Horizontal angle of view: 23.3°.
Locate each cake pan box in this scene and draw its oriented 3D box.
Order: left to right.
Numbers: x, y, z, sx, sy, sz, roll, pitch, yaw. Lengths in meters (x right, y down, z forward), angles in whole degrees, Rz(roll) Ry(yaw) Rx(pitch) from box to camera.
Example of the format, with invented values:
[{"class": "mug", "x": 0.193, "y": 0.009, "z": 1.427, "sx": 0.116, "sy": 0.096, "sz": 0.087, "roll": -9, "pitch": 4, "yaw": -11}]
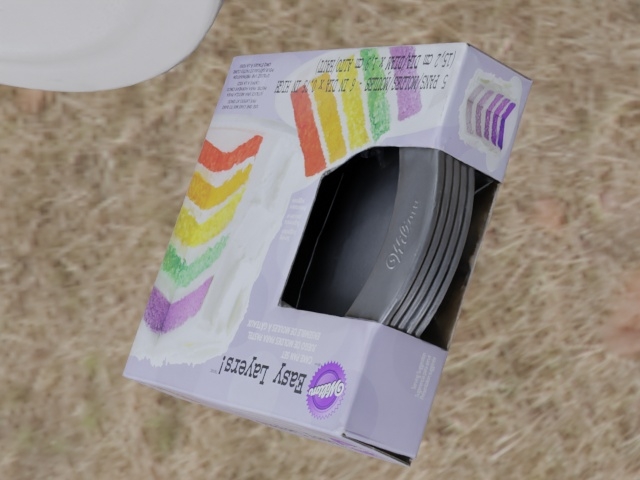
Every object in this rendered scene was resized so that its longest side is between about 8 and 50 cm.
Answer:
[{"class": "cake pan box", "x": 0.000, "y": 0.000, "z": 0.987, "sx": 0.267, "sy": 0.070, "sz": 0.245, "roll": 8, "pitch": 79, "yaw": 54}]

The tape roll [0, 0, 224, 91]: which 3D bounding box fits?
[{"class": "tape roll", "x": -0.139, "y": -0.163, "z": 0.464, "sx": 0.286, "sy": 0.286, "sz": 0.100, "roll": 15, "pitch": 66, "yaw": 23}]
